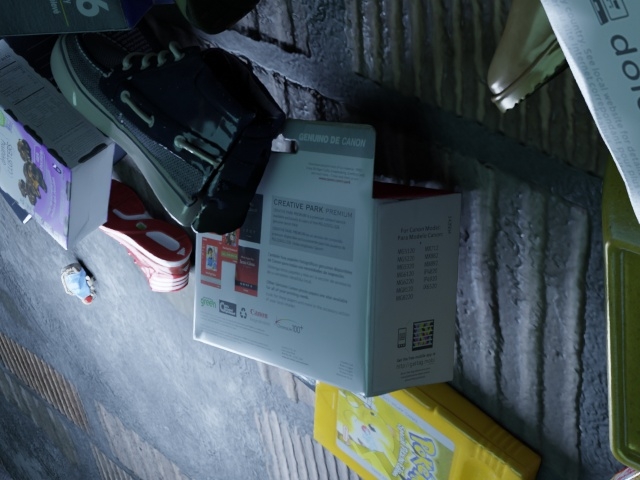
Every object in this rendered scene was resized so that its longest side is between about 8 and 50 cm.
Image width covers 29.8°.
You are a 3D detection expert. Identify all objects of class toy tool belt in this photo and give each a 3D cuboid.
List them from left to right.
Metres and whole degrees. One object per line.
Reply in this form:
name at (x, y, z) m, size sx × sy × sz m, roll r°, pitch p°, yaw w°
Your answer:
toy tool belt at (-0.421, 0.080, 2.120) m, size 0.051 × 0.052 × 0.083 m, roll 11°, pitch 132°, yaw 61°

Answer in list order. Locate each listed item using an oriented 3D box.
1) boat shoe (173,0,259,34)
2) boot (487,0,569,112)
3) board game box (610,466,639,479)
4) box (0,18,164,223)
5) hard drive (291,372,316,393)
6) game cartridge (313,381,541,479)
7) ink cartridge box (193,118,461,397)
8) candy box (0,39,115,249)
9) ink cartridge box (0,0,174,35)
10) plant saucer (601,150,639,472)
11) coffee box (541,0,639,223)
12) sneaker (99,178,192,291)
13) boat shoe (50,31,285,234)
boat shoe at (-0.147, -0.348, 1.184) m, size 0.120 × 0.123 × 0.324 m, roll 45°, pitch 158°, yaw 32°
boot at (0.133, -0.263, 0.941) m, size 0.269 × 0.089 × 0.236 m, roll 49°, pitch 140°, yaw 5°
board game box at (0.381, 0.272, 1.200) m, size 0.147 × 0.045 × 0.193 m, roll 48°, pitch 150°, yaw 9°
box at (-0.376, -0.228, 1.593) m, size 0.312 × 0.179 × 0.343 m, roll 54°, pitch 151°, yaw -5°
hard drive at (-0.018, 0.150, 1.655) m, size 0.094 × 0.022 × 0.135 m, roll 37°, pitch 147°, yaw 26°
game cartridge at (0.123, 0.268, 1.556) m, size 0.324 × 0.053 × 0.285 m, roll 37°, pitch 147°, yaw 27°
ink cartridge box at (0.000, 0.000, 1.317) m, size 0.309 × 0.130 × 0.271 m, roll 12°, pitch 103°, yaw 49°
candy box at (-0.336, -0.111, 1.417) m, size 0.196 × 0.070 × 0.165 m, roll 41°, pitch 147°, yaw 15°
ink cartridge box at (-0.294, -0.358, 1.268) m, size 0.307 × 0.072 × 0.303 m, roll -1°, pitch 132°, yaw 9°
plant saucer at (0.352, 0.113, 0.978) m, size 0.333 × 0.081 × 0.332 m, roll 23°, pitch 131°, yaw 46°
coffee box at (0.345, -0.131, 0.519) m, size 0.334 × 0.338 × 0.337 m, roll -5°, pitch 118°, yaw 56°
sneaker at (-0.284, 0.005, 1.812) m, size 0.221 × 0.087 × 0.128 m, roll 38°, pitch 146°, yaw 26°
boat shoe at (-0.165, -0.170, 1.321) m, size 0.340 × 0.127 × 0.158 m, roll 46°, pitch 122°, yaw 27°
